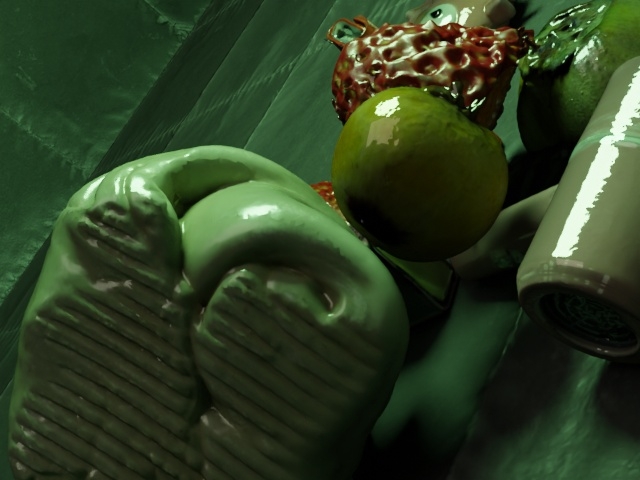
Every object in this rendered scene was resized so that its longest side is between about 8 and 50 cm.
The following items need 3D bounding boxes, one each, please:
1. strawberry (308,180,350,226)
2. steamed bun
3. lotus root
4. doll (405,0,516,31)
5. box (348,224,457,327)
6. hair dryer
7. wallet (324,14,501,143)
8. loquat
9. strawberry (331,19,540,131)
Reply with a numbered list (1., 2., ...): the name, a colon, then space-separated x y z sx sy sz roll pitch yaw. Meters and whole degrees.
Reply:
1. strawberry: 0.003 -0.006 1.393 0.236 0.107 0.175 -17 38 55
2. steamed bun: -0.092 0.106 1.103 0.367 0.342 0.255 -64 -11 14
3. lotus root: 0.259 -0.181 1.214 0.183 0.078 0.203 -31 29 43
4. doll: 0.164 -0.260 1.519 0.262 0.093 0.211 -53 26 -15
5. box: 0.021 0.057 1.232 0.224 0.120 0.069 -31 25 45
6. hair dryer: 0.196 0.002 1.006 0.210 0.125 0.352 -60 13 -22
7. wallet: 0.102 -0.170 1.332 0.045 0.204 0.142 -50 18 5
8. loquat: 0.083 -0.057 1.012 0.163 0.163 0.137 -39 -18 27
9. strawberry: 0.092 -0.121 1.180 0.234 0.178 0.234 22 -90 -80
